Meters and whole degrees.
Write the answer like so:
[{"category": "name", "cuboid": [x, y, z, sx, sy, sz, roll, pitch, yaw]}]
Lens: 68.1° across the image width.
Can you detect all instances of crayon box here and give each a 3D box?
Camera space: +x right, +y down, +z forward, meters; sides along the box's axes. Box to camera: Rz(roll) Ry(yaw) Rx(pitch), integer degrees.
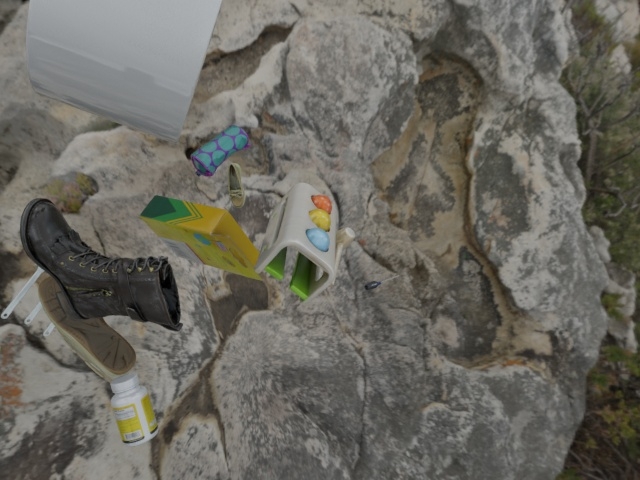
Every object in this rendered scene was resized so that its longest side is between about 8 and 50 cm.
[{"category": "crayon box", "cuboid": [-0.296, -0.007, 1.249, 0.318, 0.202, 0.081, 13, 60, 30]}]

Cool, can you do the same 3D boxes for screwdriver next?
[{"category": "screwdriver", "cuboid": [0.212, 0.139, 1.584, 0.169, 0.024, 0.025, -10, 48, -37]}]

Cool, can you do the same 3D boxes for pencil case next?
[{"category": "pencil case", "cuboid": [-0.241, -0.216, 1.143, 0.070, 0.064, 0.152, 49, 59, -12]}]

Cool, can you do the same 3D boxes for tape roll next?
[{"category": "tape roll", "cuboid": [-0.220, -0.262, 0.575, 0.169, 0.246, 0.246, 18, 73, -20]}]

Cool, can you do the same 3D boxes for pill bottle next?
[{"category": "pill bottle", "cuboid": [-0.340, 0.304, 0.860, 0.065, 0.065, 0.117, -14, 97, -12]}]

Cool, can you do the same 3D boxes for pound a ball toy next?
[{"category": "pound a ball toy", "cuboid": [0.000, 0.000, 1.017, 0.208, 0.319, 0.136, 38, 115, -16]}]

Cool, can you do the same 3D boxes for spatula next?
[{"category": "spatula", "cuboid": [-0.741, 0.139, 1.318, 0.168, 0.019, 0.242, 45, 66, -41]}]

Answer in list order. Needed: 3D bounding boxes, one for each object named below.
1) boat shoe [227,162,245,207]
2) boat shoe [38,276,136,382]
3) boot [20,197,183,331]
[{"category": "boat shoe", "cuboid": [-0.291, -0.187, 1.616, 0.056, 0.048, 0.153, 0, 99, 8]}, {"category": "boat shoe", "cuboid": [-0.561, 0.213, 1.121, 0.302, 0.098, 0.109, 44, 39, 7]}, {"category": "boot", "cuboid": [-0.356, 0.041, 0.808, 0.228, 0.263, 0.091, -2, 31, 18]}]
